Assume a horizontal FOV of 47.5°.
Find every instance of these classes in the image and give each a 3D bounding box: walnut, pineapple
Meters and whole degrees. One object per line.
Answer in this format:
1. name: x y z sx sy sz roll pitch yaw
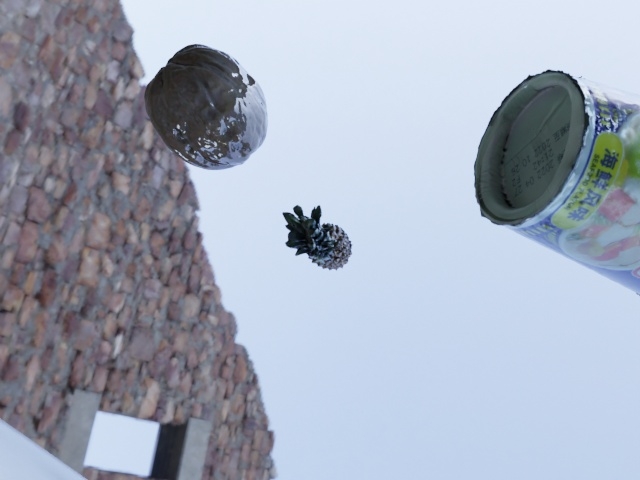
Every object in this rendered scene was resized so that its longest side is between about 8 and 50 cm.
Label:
1. walnut: -0.194 -0.227 1.269 0.224 0.224 0.224 -22 -123 37
2. pineapple: 0.001 0.000 1.289 0.083 0.221 0.103 -26 -106 9

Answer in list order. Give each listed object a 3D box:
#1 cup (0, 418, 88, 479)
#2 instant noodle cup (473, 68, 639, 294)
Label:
1. cup: -0.317 0.217 0.491 0.253 0.371 0.253 -35 -156 18
2. instant noodle cup: 0.372 -0.070 0.911 0.284 0.312 0.284 -47 -145 47
